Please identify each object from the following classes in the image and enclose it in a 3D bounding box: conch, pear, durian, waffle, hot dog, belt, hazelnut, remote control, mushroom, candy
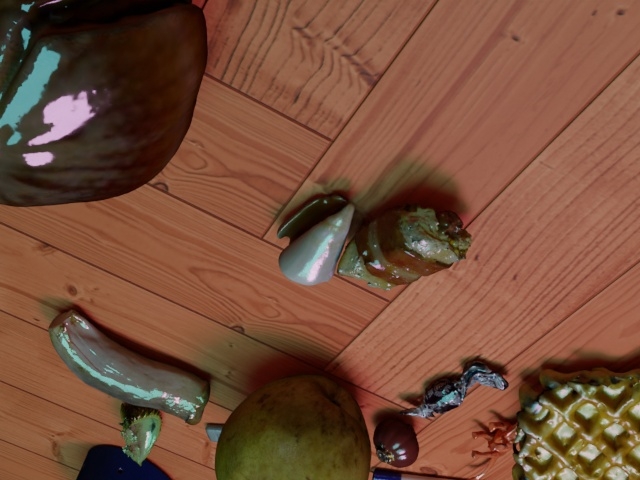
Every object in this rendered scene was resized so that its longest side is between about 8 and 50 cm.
[{"bbox_3d":[-0.011,-0.001,1.388,0.094,0.104,0.176,1,137,-18],"label":"conch"},{"bbox_3d":[-0.045,0.395,1.665,0.303,0.304,0.304,7,136,7],"label":"pear"},{"bbox_3d":[-0.380,0.391,1.868,0.086,0.100,0.215,4,142,5],"label":"durian"},{"bbox_3d":[0.526,0.392,1.561,0.382,0.095,0.380,1,105,21],"label":"waffle"},{"bbox_3d":[0.124,0.006,1.363,0.213,0.103,0.146,-20,147,36],"label":"hot dog"},{"bbox_3d":[-0.442,0.622,2.109,0.212,0.117,0.347,-7,131,21],"label":"belt"},{"bbox_3d":[-0.309,-0.220,1.079,0.359,0.359,0.409,19,145,-6],"label":"hazelnut"},{"bbox_3d":[-0.181,0.412,1.901,0.124,0.018,0.053,0,134,13],"label":"remote control"},{"bbox_3d":[-0.368,0.250,1.734,0.351,0.095,0.123,32,114,-20],"label":"mushroom"},{"bbox_3d":[0.242,0.288,1.651,0.094,0.051,0.226,36,132,-26],"label":"candy"}]

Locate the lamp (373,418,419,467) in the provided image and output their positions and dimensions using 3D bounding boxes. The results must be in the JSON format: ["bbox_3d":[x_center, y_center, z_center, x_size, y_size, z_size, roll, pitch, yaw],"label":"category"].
[{"bbox_3d":[0.148,0.397,1.757,0.101,0.090,0.101,39,148,30],"label":"lamp"}]

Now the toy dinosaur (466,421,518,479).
[{"bbox_3d":[0.337,0.397,1.735,0.101,0.055,0.280,7,139,-27],"label":"toy dinosaur"}]

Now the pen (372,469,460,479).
[{"bbox_3d":[0.244,0.515,1.896,0.269,0.033,0.033,4,136,9],"label":"pen"}]
